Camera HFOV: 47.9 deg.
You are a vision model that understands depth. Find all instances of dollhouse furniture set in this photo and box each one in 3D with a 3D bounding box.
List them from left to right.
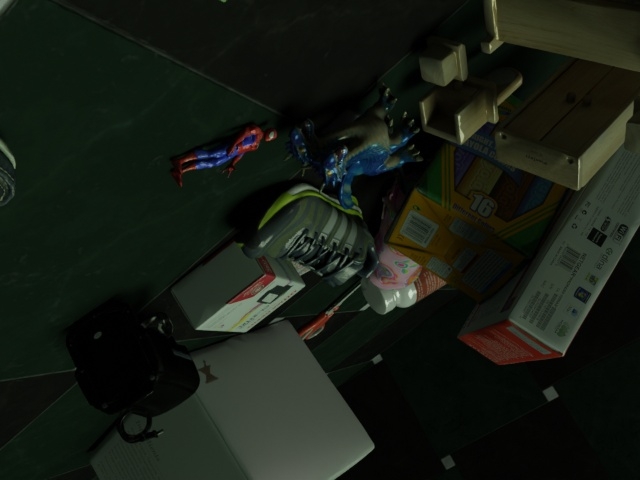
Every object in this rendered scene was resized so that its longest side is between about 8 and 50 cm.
[{"bbox_3d":[0.238,-0.251,0.699,0.174,0.303,0.356,-42,138,-23],"label":"dollhouse furniture set"}]

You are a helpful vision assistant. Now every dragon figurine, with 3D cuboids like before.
[{"bbox_3d":[0.040,-0.095,0.856,0.144,0.085,0.289,-34,168,-1],"label":"dragon figurine"}]

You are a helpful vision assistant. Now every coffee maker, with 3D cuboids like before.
[{"bbox_3d":[-0.238,0.183,0.943,0.120,0.171,0.178,-9,162,6],"label":"coffee maker"}]

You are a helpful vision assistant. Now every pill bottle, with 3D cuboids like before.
[{"bbox_3d":[0.199,0.070,1.566,0.216,0.121,0.121,-28,162,-23],"label":"pill bottle"}]

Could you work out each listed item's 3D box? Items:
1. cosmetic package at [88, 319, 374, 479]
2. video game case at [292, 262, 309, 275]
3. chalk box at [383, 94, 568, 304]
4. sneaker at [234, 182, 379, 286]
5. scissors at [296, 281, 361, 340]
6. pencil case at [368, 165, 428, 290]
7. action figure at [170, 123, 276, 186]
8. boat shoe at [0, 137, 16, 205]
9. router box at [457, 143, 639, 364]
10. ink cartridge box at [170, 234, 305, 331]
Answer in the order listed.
[{"bbox_3d":[-0.184,0.424,1.440,0.329,0.327,0.394,-13,151,-52],"label":"cosmetic package"},{"bbox_3d":[-0.034,0.034,1.206,0.087,0.011,0.122,-27,161,-26],"label":"video game case"},{"bbox_3d":[0.253,-0.089,1.052,0.289,0.179,0.180,-53,172,-26],"label":"chalk box"},{"bbox_3d":[0.000,0.000,0.982,0.111,0.121,0.300,-43,162,25],"label":"sneaker"},{"bbox_3d":[0.017,0.166,1.653,0.109,0.021,0.297,-17,157,-42],"label":"scissors"},{"bbox_3d":[0.149,-0.013,1.260,0.124,0.124,0.284,-30,162,-17],"label":"pencil case"},{"bbox_3d":[-0.094,-0.088,0.725,0.115,0.030,0.038,-30,158,-23],"label":"action figure"},{"bbox_3d":[-0.272,-0.040,0.416,0.095,0.079,0.254,-38,163,9],"label":"boat shoe"},{"bbox_3d":[0.340,0.009,1.018,0.336,0.082,0.301,-56,174,-10],"label":"router box"},{"bbox_3d":[-0.112,0.067,1.036,0.127,0.072,0.175,-38,163,9],"label":"ink cartridge box"}]
